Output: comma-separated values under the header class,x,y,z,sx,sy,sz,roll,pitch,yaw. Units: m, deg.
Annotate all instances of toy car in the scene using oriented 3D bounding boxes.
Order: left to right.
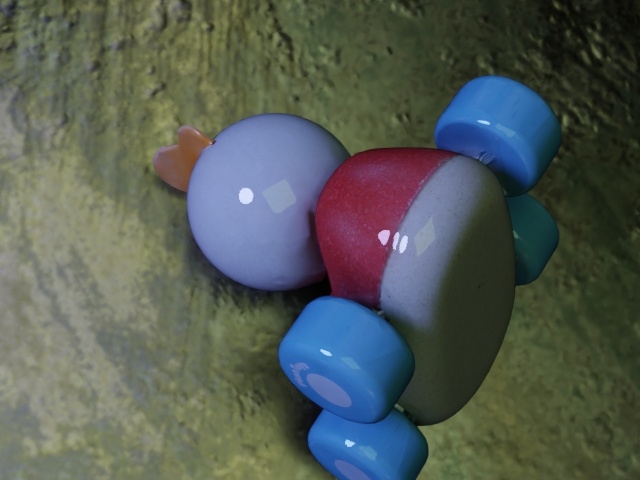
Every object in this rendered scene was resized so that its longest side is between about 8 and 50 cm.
class,x,y,z,sx,sy,sz,roll,pitch,yaw
toy car,0.000,0.000,0.840,0.238,0.210,0.219,24,63,24
